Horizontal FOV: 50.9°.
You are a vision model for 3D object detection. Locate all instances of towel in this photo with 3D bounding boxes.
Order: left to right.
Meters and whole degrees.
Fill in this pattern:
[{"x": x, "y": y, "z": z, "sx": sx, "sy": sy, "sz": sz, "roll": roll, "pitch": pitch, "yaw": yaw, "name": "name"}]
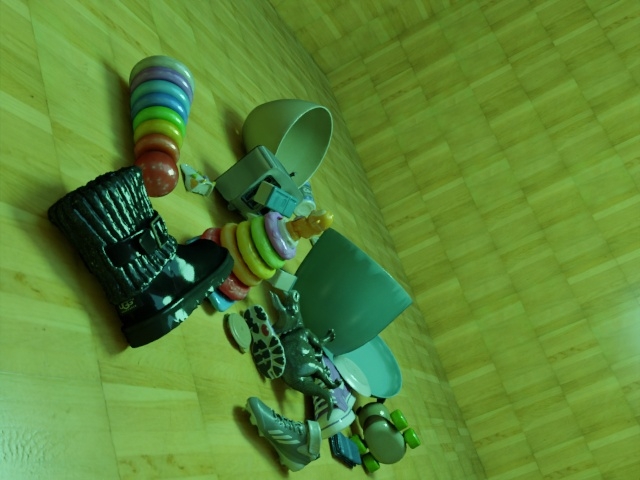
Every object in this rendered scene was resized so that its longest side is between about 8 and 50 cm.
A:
[{"x": 0.060, "y": 0.515, "z": 1.662, "sx": 0.119, "sy": 0.029, "sz": 0.067, "roll": 48, "pitch": 22, "yaw": -46, "name": "towel"}]

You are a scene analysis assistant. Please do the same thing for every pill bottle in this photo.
[{"x": -0.065, "y": -0.153, "z": 2.247, "sx": 0.078, "sy": 0.078, "sz": 0.137, "roll": 48, "pitch": 22, "yaw": -48, "name": "pill bottle"}]

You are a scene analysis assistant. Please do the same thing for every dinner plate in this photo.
[{"x": 0.085, "y": 0.342, "z": 1.735, "sx": 0.141, "sy": 0.017, "sz": 0.141, "roll": 44, "pitch": 10, "yaw": -10, "name": "dinner plate"}]

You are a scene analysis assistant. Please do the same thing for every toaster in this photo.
[{"x": -0.148, "y": -0.132, "z": 1.696, "sx": 0.110, "sy": 0.185, "sz": 0.168, "roll": 54, "pitch": 4, "yaw": 39, "name": "toaster"}]

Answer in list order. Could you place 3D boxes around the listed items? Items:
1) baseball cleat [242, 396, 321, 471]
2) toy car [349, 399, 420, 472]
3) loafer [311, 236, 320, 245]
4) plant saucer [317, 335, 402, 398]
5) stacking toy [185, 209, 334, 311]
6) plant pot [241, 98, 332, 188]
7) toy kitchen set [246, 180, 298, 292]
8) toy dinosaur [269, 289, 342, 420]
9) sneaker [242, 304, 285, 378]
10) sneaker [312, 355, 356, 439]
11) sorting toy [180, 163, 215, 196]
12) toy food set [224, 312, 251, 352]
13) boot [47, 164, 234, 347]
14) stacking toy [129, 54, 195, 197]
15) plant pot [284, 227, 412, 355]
[{"x": -0.065, "y": 0.364, "z": 1.319, "sx": 0.206, "sy": 0.109, "sz": 0.072, "roll": 61, "pitch": 0, "yaw": -31, "name": "baseball cleat"}, {"x": 0.156, "y": 0.497, "z": 1.823, "sx": 0.149, "sy": 0.155, "sz": 0.188, "roll": 57, "pitch": 4, "yaw": -26, "name": "toy car"}, {"x": 0.000, "y": 0.000, "z": 2.293, "sx": 0.039, "sy": 0.045, "sz": 0.125, "roll": 59, "pitch": 17, "yaw": 5, "name": "loafer"}, {"x": 0.097, "y": 0.322, "z": 1.898, "sx": 0.317, "sy": 0.044, "sz": 0.318, "roll": 33, "pitch": 25, "yaw": -18, "name": "plant saucer"}, {"x": -0.109, "y": 0.007, "z": 1.375, "sx": 0.166, "sy": 0.301, "sz": 0.175, "roll": 64, "pitch": 15, "yaw": -3, "name": "stacking toy"}, {"x": -0.124, "y": -0.309, "z": 2.018, "sx": 0.190, "sy": 0.284, "sz": 0.284, "roll": 32, "pitch": 3, "yaw": 22, "name": "plant pot"}, {"x": -0.091, "y": -0.004, "z": 1.581, "sx": 0.166, "sy": 0.207, "sz": 0.122, "roll": 27, "pitch": 1, "yaw": 29, "name": "toy kitchen set"}, {"x": -0.045, "y": 0.273, "z": 1.531, "sx": 0.160, "sy": 0.121, "sz": 0.314, "roll": 10, "pitch": 52, "yaw": -25, "name": "toy dinosaur"}, {"x": -0.114, "y": 0.221, "z": 1.478, "sx": 0.071, "sy": 0.068, "sz": 0.170, "roll": 51, "pitch": 19, "yaw": -65, "name": "sneaker"}, {"x": 0.003, "y": 0.364, "z": 1.606, "sx": 0.161, "sy": 0.102, "sz": 0.282, "roll": 60, "pitch": 5, "yaw": -2, "name": "sneaker"}, {"x": -0.288, "y": -0.145, "z": 1.548, "sx": 0.075, "sy": 0.045, "sz": 0.083, "roll": 48, "pitch": 11, "yaw": 14, "name": "sorting toy"}, {"x": -0.172, "y": 0.190, "z": 1.412, "sx": 0.083, "sy": 0.020, "sz": 0.083, "roll": 50, "pitch": 20, "yaw": -43, "name": "toy food set"}, {"x": -0.281, "y": -0.005, "z": 1.132, "sx": 0.260, "sy": 0.131, "sz": 0.348, "roll": 62, "pitch": 15, "yaw": -10, "name": "boot"}, {"x": -0.331, "y": -0.224, "z": 1.365, "sx": 0.141, "sy": 0.141, "sz": 0.330, "roll": 49, "pitch": 27, "yaw": -45, "name": "stacking toy"}, {"x": 0.049, "y": 0.149, "z": 1.719, "sx": 0.293, "sy": 0.235, "sz": 0.293, "roll": 41, "pitch": -5, "yaw": 5, "name": "plant pot"}]
